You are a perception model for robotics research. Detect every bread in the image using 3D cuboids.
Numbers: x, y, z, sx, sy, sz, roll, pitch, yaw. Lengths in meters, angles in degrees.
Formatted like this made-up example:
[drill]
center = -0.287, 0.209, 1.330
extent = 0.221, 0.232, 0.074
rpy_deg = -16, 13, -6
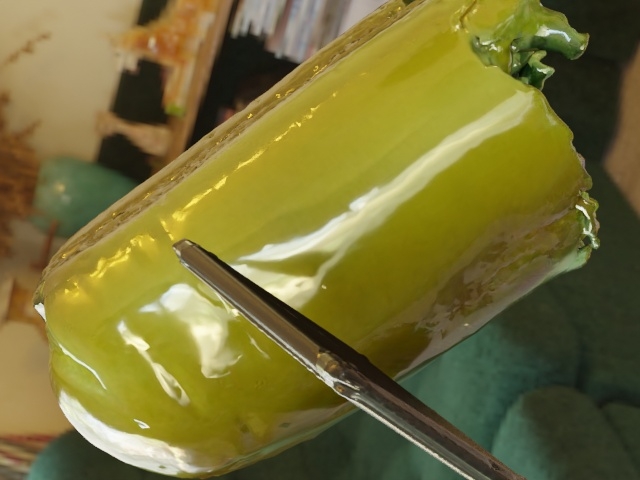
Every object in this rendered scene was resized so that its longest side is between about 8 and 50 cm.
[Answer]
[bread]
center = 0.000, 0.000, 0.883
extent = 0.376, 0.208, 0.251
rpy_deg = -33, 7, -2

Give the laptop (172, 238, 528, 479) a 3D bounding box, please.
[laptop]
center = 0.013, 0.056, 0.590
extent = 0.016, 0.129, 0.180
rpy_deg = -55, 30, -1
